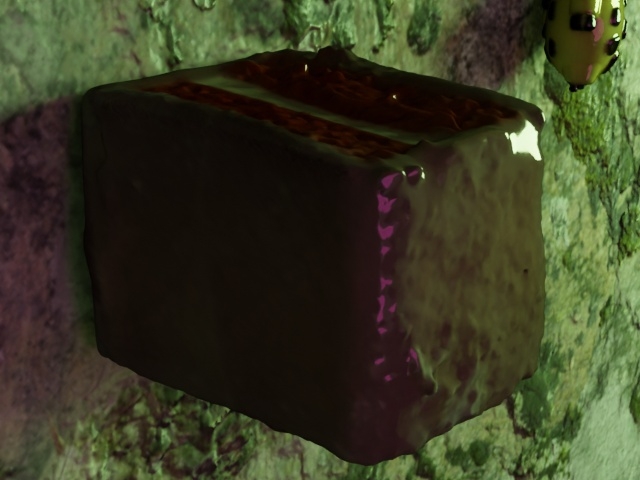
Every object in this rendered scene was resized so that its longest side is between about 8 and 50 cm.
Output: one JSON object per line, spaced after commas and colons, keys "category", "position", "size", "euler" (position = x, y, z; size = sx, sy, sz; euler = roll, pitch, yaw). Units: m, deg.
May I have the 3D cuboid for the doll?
{"category": "doll", "position": [0.258, -0.281, 1.567], "size": [0.117, 0.086, 0.291], "euler": [-60, 159, -81]}

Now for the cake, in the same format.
{"category": "cake", "position": [0.000, 0.000, 1.245], "size": [0.237, 0.308, 0.230], "euler": [-23, 122, -42]}
